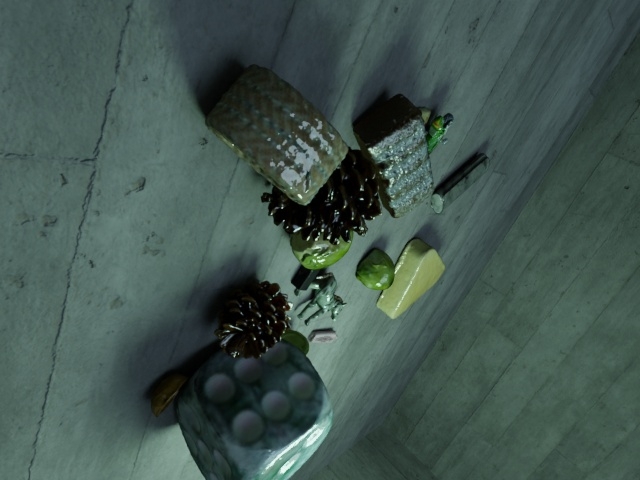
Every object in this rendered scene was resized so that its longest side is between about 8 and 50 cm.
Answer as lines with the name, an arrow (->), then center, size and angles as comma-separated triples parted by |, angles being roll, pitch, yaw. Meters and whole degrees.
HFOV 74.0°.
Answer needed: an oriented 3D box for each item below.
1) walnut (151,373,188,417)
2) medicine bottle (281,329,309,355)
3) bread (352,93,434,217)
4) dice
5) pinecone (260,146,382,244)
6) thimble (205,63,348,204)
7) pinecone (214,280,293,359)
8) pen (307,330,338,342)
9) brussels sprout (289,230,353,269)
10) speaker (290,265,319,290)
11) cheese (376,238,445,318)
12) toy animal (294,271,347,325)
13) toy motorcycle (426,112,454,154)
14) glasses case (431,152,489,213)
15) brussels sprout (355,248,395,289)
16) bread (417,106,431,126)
walnut -> -0.396, 0.389, 1.091 | 0.121, 0.052, 0.091 | -51, 177, -11
medicine bottle -> -0.116, 0.421, 1.439 | 0.124, 0.124, 0.238 | -22, 139, -40
bread -> 0.223, -0.212, 1.203 | 0.165, 0.113, 0.416 | -36, 150, 2
dice -> -0.185, 0.494, 1.202 | 0.328, 0.330, 0.348 | -23, 142, -39
pinecone -> 0.002, -0.106, 0.943 | 0.257, 0.243, 0.243 | 4, 132, -4
thimble -> -0.074, -0.184, 0.750 | 0.148, 0.229, 0.196 | -52, 177, 0
pinecone -> -0.178, 0.209, 1.083 | 0.212, 0.169, 0.185 | -45, 137, -36
pen -> 0.019, 0.377, 1.657 | 0.197, 0.032, 0.053 | 16, 109, -56
brussels sprout -> -0.001, 0.005, 1.121 | 0.181, 0.162, 0.143 | 2, 90, -42
speaker -> -0.015, 0.062, 1.267 | 0.191, 0.040, 0.046 | -57, 151, 9
cheese -> 0.417, 0.134, 1.858 | 0.384, 0.104, 0.383 | -33, 145, -28
toy animal -> -0.004, 0.206, 1.400 | 0.170, 0.090, 0.255 | -46, 152, -18
toy motorcycle -> 0.334, -0.308, 1.306 | 0.106, 0.074, 0.190 | -24, 155, -46
glasses case -> 0.563, -0.230, 1.709 | 0.299, 0.060, 0.114 | -39, 147, -20
brussels sprout -> 0.217, 0.117, 1.556 | 0.152, 0.122, 0.149 | -30, 146, -30
bread -> 0.258, -0.343, 1.215 | 0.154, 0.028, 0.068 | -17, 137, -42
